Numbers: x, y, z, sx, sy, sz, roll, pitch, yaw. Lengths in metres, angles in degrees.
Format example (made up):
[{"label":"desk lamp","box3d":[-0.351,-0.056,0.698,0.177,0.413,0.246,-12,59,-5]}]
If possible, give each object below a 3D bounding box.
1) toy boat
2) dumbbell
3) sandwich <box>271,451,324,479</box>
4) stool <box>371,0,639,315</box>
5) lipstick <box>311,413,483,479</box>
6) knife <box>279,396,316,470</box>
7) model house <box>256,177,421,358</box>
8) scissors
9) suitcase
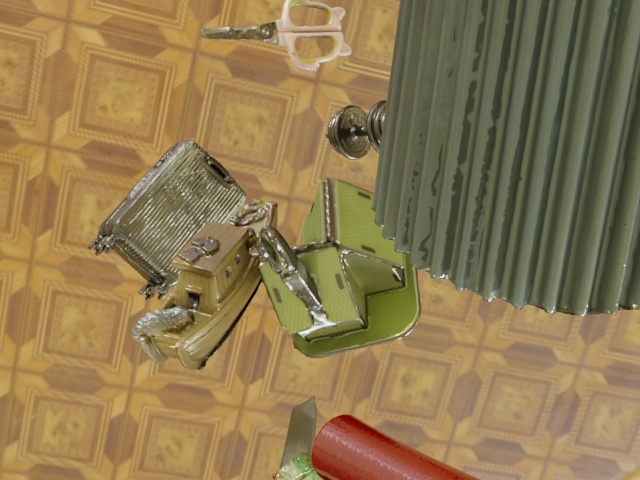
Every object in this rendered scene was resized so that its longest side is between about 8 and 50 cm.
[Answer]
[{"label":"toy boat","box3d":[-0.142,0.040,1.122,0.089,0.321,0.121,10,130,21]},{"label":"dumbbell","box3d":[0.086,-0.196,1.461,0.099,0.208,0.099,0,90,-44]},{"label":"sandwich","box3d":[-0.056,0.383,1.100,0.160,0.109,0.185,-9,119,-21]},{"label":"stool","box3d":[0.193,-0.160,0.636,0.297,0.297,0.330,-4,122,-5]},{"label":"lipstick","box3d":[0.087,0.246,0.822,0.080,0.241,0.080,-7,103,-35]},{"label":"knife","box3d":[-0.038,0.337,1.202,0.060,0.028,0.230,16,97,27]},{"label":"model house","box3d":[0.000,0.000,1.133,0.205,0.218,0.279,-16,141,18]},{"label":"scissors","box3d":[-0.085,-0.411,1.622,0.317,0.024,0.160,-9,90,-25]},{"label":"suitcase","box3d":[-0.312,-0.047,1.697,0.202,0.128,0.312,45,64,-20]}]
